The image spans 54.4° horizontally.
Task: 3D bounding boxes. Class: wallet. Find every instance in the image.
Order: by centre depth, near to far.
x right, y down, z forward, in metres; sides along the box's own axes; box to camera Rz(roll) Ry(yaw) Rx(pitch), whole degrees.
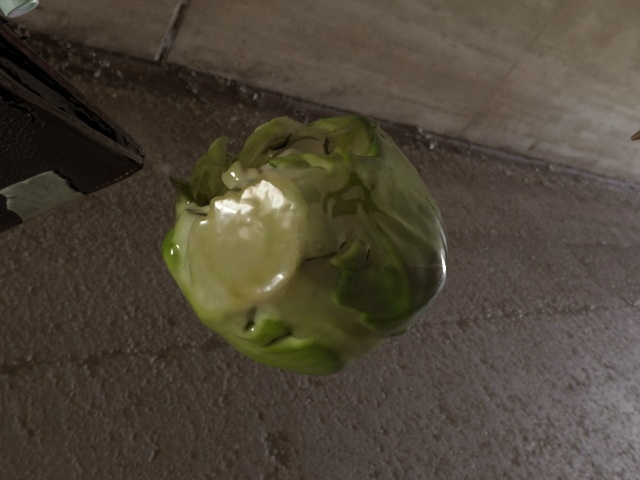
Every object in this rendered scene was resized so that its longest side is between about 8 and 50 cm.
[{"bbox_3d":[-0.312,-0.092,0.513,0.262,0.220,0.072,40,35,-52],"label":"wallet"}]

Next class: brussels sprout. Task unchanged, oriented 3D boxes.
[{"bbox_3d":[0.000,0.000,0.741,0.371,0.275,0.315,-37,108,-64],"label":"brussels sprout"}]

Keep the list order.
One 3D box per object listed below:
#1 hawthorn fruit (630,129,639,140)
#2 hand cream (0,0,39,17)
[{"bbox_3d":[0.247,-0.078,0.218,0.189,0.251,0.190,16,70,-50],"label":"hawthorn fruit"},{"bbox_3d":[-0.426,-0.372,0.783,0.174,0.076,0.047,62,5,-16],"label":"hand cream"}]
